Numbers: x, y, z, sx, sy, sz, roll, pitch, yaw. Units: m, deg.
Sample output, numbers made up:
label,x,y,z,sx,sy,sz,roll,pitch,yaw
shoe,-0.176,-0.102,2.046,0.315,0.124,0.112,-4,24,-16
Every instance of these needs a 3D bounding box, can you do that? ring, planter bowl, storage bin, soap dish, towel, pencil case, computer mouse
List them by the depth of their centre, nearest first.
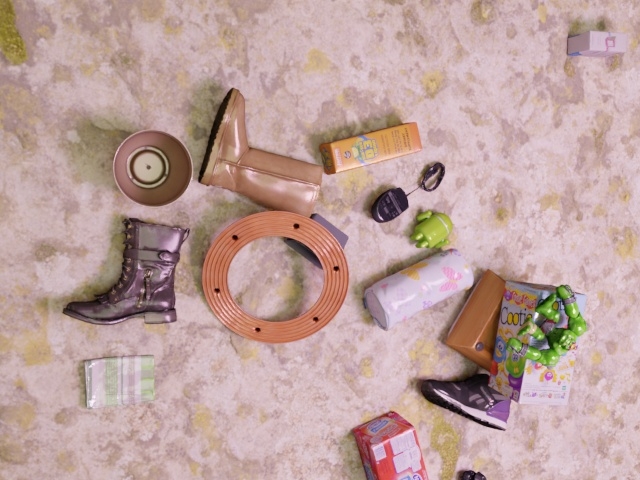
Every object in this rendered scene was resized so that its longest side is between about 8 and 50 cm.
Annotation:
label,x,y,z,sx,sy,sz,roll,pitch,yaw
planter bowl,-0.360,-0.154,1.501,0.162,0.109,0.162,-3,98,-19
towel,-0.447,0.315,1.577,0.152,0.023,0.113,-2,99,-20
ring,-0.101,0.086,1.618,0.337,0.032,0.336,-1,112,-3
storage bin,0.000,0.000,1.668,0.135,0.098,0.091,35,74,-21
pencil case,0.246,0.123,1.759,0.273,0.113,0.124,-26,115,-15
computer mouse,0.218,-0.121,1.762,0.242,0.041,0.071,-33,106,-20
soap dish,0.500,0.246,1.866,0.291,0.118,0.229,33,85,-21

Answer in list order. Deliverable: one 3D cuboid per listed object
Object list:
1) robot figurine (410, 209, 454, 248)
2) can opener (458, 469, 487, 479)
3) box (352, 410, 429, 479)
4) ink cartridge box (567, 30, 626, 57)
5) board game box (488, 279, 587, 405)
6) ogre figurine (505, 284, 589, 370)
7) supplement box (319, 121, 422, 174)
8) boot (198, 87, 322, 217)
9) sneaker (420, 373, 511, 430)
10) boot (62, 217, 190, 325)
label,x,y,z,sx,sy,sz,roll,pitch,yaw
robot figurine,0.283,-0.025,1.777,0.115,0.067,0.101,-35,96,-13
can opener,0.410,0.709,1.928,0.059,0.073,0.186,-9,109,-27
box,0.189,0.585,1.793,0.128,0.122,0.257,-20,104,-16
ink cartridge box,0.730,-0.517,1.865,0.122,0.088,0.052,-2,95,-20
board game box,0.529,0.248,1.736,0.144,0.142,0.275,7,95,-19
ogre figurine,0.528,0.205,1.609,0.118,0.097,0.197,43,68,1
supplement box,0.121,-0.220,1.687,0.233,0.080,0.078,-17,100,-15
boot,-0.120,-0.193,1.602,0.269,0.089,0.236,16,101,-22
sneaker,0.387,0.399,1.870,0.283,0.107,0.124,28,72,-25
boot,-0.418,0.064,1.532,0.263,0.091,0.229,2,91,-24
